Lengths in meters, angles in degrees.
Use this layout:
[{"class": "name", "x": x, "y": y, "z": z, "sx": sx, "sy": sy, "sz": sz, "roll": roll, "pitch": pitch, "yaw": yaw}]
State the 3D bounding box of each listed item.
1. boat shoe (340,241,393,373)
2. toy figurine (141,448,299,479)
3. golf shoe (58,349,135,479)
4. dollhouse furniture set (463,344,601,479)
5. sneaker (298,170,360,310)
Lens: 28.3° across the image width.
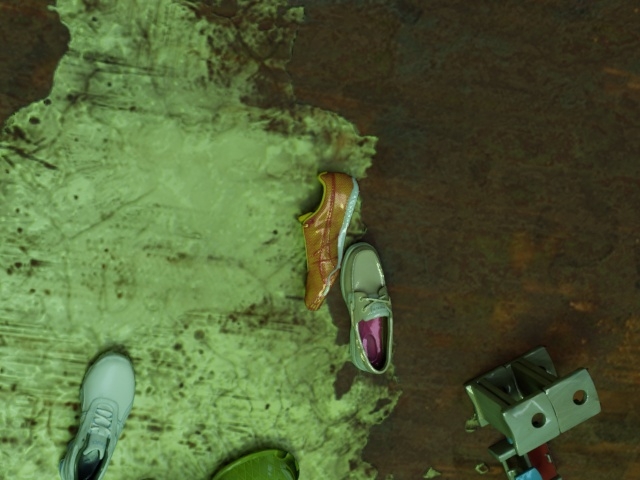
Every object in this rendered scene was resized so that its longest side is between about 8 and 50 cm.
[{"class": "boat shoe", "x": 0.066, "y": 0.088, "z": 1.601, "sx": 0.063, "sy": 0.059, "sz": 0.170, "roll": -13, "pitch": 106, "yaw": -20}, {"class": "toy figurine", "x": -0.159, "y": 0.405, "z": 1.514, "sx": 0.362, "sy": 0.217, "sz": 0.191, "roll": -17, "pitch": 106, "yaw": -13}, {"class": "golf shoe", "x": -0.259, "y": 0.222, "z": 1.516, "sx": 0.069, "sy": 0.086, "sz": 0.176, "roll": 14, "pitch": 95, "yaw": -18}, {"class": "dollhouse furniture set", "x": 0.298, "y": 0.256, "z": 1.672, "sx": 0.129, "sy": 0.129, "sz": 0.184, "roll": -26, "pitch": 106, "yaw": -11}, {"class": "sneaker", "x": 0.000, "y": 0.000, "z": 1.572, "sx": 0.067, "sy": 0.064, "sz": 0.175, "roll": 12, "pitch": 90, "yaw": -4}]
